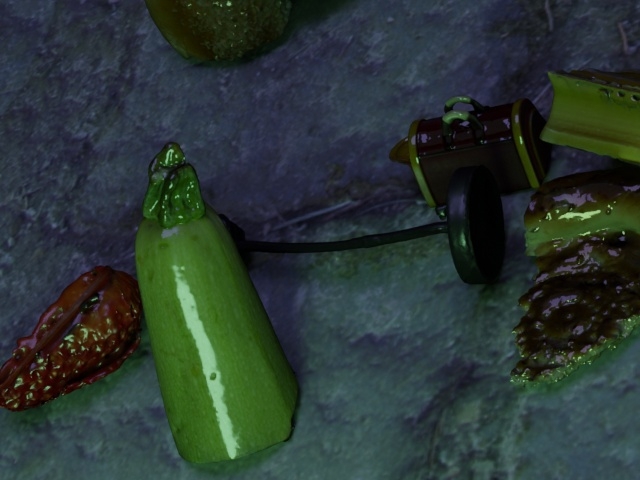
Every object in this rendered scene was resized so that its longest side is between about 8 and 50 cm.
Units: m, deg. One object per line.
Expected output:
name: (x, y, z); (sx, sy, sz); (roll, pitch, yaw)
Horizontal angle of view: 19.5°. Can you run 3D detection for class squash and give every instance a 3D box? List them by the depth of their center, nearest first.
squash: (-0.111, 0.047, 1.699); (0.137, 0.287, 0.137); (-16, 11, 3)

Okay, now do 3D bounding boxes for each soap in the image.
soap: (0.317, -0.098, 1.623); (0.135, 0.076, 0.233); (-7, 16, -42)

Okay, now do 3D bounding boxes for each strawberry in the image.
strawberry: (-0.248, 0.106, 1.853); (0.188, 0.082, 0.121); (-44, 19, 1)

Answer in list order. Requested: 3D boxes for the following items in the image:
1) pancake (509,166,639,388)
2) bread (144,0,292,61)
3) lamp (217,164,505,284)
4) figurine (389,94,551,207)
pancake: (0.254, 0.033, 1.590); (0.266, 0.057, 0.244); (21, 63, 46)
bread: (-0.071, -0.345, 2.097); (0.314, 0.192, 0.171); (-28, 38, 7)
lamp: (0.028, 0.016, 1.779); (0.371, 0.108, 0.130); (-18, 51, 40)
figurine: (0.134, -0.094, 1.775); (0.154, 0.098, 0.082); (-8, 49, 24)
